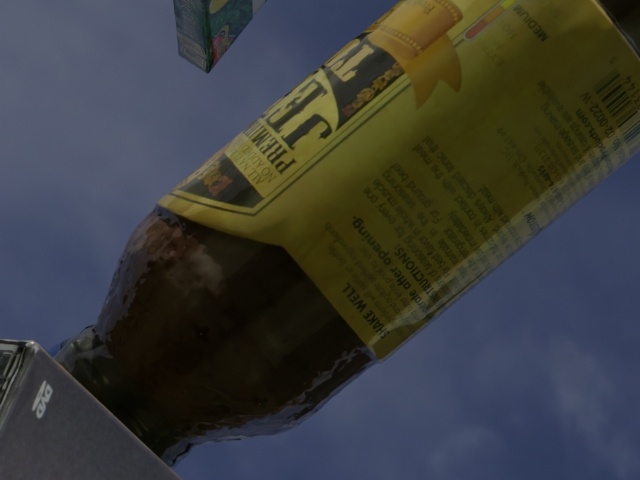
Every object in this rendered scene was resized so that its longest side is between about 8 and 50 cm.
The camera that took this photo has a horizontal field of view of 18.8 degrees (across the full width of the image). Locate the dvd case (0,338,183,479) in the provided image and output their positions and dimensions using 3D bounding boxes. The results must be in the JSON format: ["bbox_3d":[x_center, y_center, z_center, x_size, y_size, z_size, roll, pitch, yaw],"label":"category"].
[{"bbox_3d":[-0.037,0.150,0.437,0.018,0.164,0.221,-1,-35,34],"label":"dvd case"}]

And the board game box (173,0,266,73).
[{"bbox_3d":[-0.039,-0.199,1.126,0.030,0.259,0.136,37,-103,8],"label":"board game box"}]

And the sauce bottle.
[{"bbox_3d":[0.000,0.000,0.776,0.344,0.111,0.111,-40,-80,-3],"label":"sauce bottle"}]

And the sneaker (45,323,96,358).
[{"bbox_3d":[-0.110,0.120,1.087,0.084,0.058,0.152,-35,-108,35],"label":"sneaker"}]
